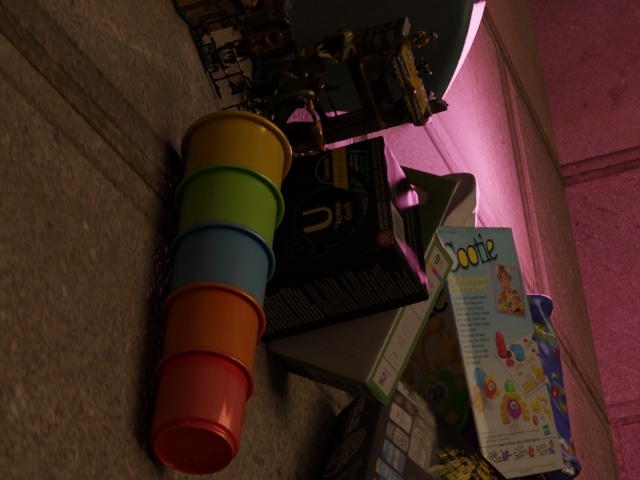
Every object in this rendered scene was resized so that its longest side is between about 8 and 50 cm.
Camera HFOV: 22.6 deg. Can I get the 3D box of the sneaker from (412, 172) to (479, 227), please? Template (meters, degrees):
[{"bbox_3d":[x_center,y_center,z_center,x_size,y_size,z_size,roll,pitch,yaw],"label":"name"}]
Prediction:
[{"bbox_3d":[0.157,0.039,2.066,0.292,0.108,0.169,-60,136,-55],"label":"sneaker"}]

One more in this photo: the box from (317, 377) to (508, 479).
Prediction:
[{"bbox_3d":[0.123,0.331,1.445,0.318,0.097,0.395,42,23,-8],"label":"box"}]

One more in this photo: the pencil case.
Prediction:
[{"bbox_3d":[0.310,0.225,2.401,0.133,0.119,0.306,35,42,-52],"label":"pencil case"}]

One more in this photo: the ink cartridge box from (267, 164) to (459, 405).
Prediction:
[{"bbox_3d":[0.049,0.035,1.469,0.209,0.109,0.062,-65,149,-15],"label":"ink cartridge box"}]

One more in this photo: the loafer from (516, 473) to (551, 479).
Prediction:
[{"bbox_3d":[0.240,0.220,2.194,0.109,0.095,0.303,-44,119,-73],"label":"loafer"}]

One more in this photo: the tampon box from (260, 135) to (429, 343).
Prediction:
[{"bbox_3d":[0.000,0.000,1.401,0.101,0.161,0.120,56,24,-51],"label":"tampon box"}]

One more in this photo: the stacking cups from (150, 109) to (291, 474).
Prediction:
[{"bbox_3d":[-0.083,0.032,1.228,0.316,0.096,0.096,-83,154,-47],"label":"stacking cups"}]

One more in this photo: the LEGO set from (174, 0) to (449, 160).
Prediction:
[{"bbox_3d":[0.006,-0.188,1.533,0.255,0.192,0.331,-61,135,-69],"label":"LEGO set"}]

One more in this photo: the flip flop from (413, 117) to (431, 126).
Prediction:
[{"bbox_3d":[0.150,-0.297,2.367,0.112,0.080,0.277,53,27,-55],"label":"flip flop"}]

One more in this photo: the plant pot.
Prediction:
[{"bbox_3d":[0.066,-0.273,1.763,0.247,0.247,0.252,-56,148,-71],"label":"plant pot"}]

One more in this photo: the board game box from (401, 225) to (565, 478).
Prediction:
[{"bbox_3d":[0.144,0.134,1.757,0.144,0.142,0.275,1,74,-47],"label":"board game box"}]
